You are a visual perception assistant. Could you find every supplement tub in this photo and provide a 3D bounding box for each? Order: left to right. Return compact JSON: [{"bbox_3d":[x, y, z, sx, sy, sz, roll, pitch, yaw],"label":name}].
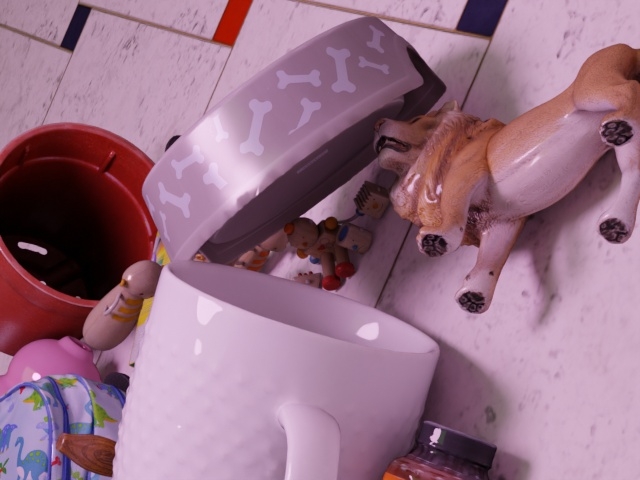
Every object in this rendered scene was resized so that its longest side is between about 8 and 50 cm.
[{"bbox_3d":[0.090,0.262,1.583,0.106,0.106,0.198,10,79,63],"label":"supplement tub"}]

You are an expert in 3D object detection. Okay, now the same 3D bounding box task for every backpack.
[{"bbox_3d":[-0.294,0.332,2.111,0.290,0.273,0.355,-37,28,53],"label":"backpack"}]

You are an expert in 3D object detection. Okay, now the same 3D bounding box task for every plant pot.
[{"bbox_3d":[-0.362,0.021,2.449,0.265,0.272,0.272,-45,33,52],"label":"plant pot"}]

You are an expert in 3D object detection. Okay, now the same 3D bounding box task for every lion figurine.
[{"bbox_3d":[0.206,-0.084,1.632,0.392,0.142,0.240,-23,29,35],"label":"lion figurine"}]

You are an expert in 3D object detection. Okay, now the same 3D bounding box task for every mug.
[{"bbox_3d":[-0.053,0.225,1.667,0.374,0.276,0.328,-138,64,-74],"label":"mug"}]

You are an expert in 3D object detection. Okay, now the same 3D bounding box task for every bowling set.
[{"bbox_3d":[-0.101,0.095,2.030,0.200,0.287,0.154,53,137,11],"label":"bowling set"}]

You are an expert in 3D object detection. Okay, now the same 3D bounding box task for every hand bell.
[{"bbox_3d":[-0.169,0.250,1.914,0.126,0.242,0.126,-41,37,40],"label":"hand bell"}]

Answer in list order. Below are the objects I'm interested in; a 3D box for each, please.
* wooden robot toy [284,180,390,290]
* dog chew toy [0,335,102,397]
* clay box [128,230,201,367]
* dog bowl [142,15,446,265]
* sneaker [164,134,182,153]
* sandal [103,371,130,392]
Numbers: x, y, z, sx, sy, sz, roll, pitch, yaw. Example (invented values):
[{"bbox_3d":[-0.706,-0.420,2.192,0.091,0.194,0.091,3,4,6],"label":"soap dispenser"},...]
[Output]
[{"bbox_3d":[0.000,0.000,1.976,0.173,0.079,0.076,-47,33,35],"label":"wooden robot toy"},{"bbox_3d":[-0.410,0.274,2.397,0.332,0.206,0.206,-57,28,4],"label":"dog chew toy"},{"bbox_3d":[-0.173,0.051,2.280,0.127,0.053,0.222,-25,48,53],"label":"clay box"},{"bbox_3d":[-0.034,-0.100,1.856,0.349,0.102,0.349,-37,-6,-5],"label":"dog bowl"},{"bbox_3d":[-0.158,-0.095,2.373,0.089,0.051,0.170,-47,38,34],"label":"sneaker"},{"bbox_3d":[-0.223,0.217,2.273,0.179,0.040,0.067,22,94,49],"label":"sandal"}]
